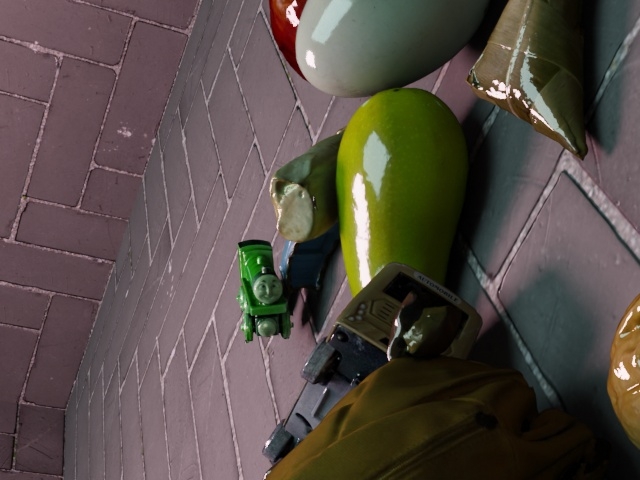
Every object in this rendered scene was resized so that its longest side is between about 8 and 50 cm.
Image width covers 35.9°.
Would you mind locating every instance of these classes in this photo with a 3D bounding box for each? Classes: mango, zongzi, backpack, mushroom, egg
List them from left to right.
[{"bbox_3d":[0.017,-0.080,1.262,0.312,0.081,0.099,-44,-58,-66],"label":"mushroom"},{"bbox_3d":[0.049,0.237,0.775,0.201,0.378,0.353,35,108,29],"label":"backpack"},{"bbox_3d":[0.085,-0.275,1.167,0.264,0.183,0.183,-41,23,-2],"label":"egg"},{"bbox_3d":[0.091,-0.030,1.133,0.175,0.143,0.293,179,93,-68],"label":"mango"},{"bbox_3d":[0.232,-0.182,0.949,0.176,0.079,0.160,49,123,53],"label":"zongzi"}]

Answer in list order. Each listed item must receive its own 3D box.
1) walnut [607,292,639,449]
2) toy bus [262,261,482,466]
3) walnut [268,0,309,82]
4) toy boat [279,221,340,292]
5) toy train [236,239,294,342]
[{"bbox_3d":[0.262,0.070,0.626,0.180,0.144,0.144,116,158,-52],"label":"walnut"},{"bbox_3d":[0.051,0.164,1.044,0.157,0.139,0.289,-48,-14,-42],"label":"toy bus"},{"bbox_3d":[0.040,-0.339,1.376,0.244,0.222,0.269,-46,10,-8],"label":"walnut"},{"bbox_3d":[0.000,0.000,1.439,0.077,0.075,0.185,54,132,41],"label":"toy boat"},{"bbox_3d":[-0.091,0.077,1.550,0.251,0.085,0.119,-130,36,-76],"label":"toy train"}]
